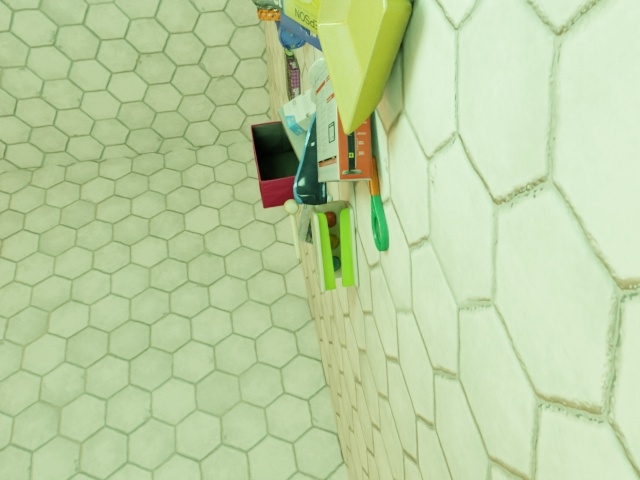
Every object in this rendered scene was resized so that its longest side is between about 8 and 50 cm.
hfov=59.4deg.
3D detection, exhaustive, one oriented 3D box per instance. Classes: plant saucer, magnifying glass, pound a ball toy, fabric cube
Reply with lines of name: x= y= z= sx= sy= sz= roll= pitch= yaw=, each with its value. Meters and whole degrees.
plant saucer: x=0.081 y=-0.435 z=1.089 sx=0.333 sy=0.081 sz=0.333 roll=108 pitch=153 yaw=-61
magnifying glass: x=0.138 y=-0.087 z=1.370 sx=0.092 sy=0.026 sz=0.231 roll=-142 pitch=42 yaw=-80
pound a ball toy: x=0.000 y=0.000 z=1.789 sx=0.136 sy=0.208 sz=0.319 roll=-117 pitch=19 yaw=-67
fabric cube: x=-0.129 y=-0.305 z=2.237 sx=0.258 sy=0.259 sz=0.254 roll=95 pitch=164 yaw=-69

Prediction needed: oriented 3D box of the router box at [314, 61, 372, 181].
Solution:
router box: x=0.051 y=-0.301 z=1.438 sx=0.335 sy=0.082 sz=0.301 roll=-145 pitch=52 yaw=-80

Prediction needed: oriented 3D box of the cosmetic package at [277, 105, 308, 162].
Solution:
cosmetic package: x=-0.064 y=-0.374 z=2.000 sx=0.127 sy=0.107 sz=0.238 roll=-112 pitch=0 yaw=-81

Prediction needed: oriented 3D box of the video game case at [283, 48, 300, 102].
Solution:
video game case: x=-0.128 y=-0.725 z=2.557 sx=0.232 sy=0.041 sz=0.210 roll=89 pitch=169 yaw=-46

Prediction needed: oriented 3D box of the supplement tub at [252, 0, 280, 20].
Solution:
supplement tub: x=-0.143 y=-0.908 z=1.829 sx=0.207 sy=0.207 sz=0.338 roll=-111 pitch=14 yaw=-59

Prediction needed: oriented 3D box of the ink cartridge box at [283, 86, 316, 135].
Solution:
ink cartridge box: x=-0.028 y=-0.436 z=1.837 sx=0.060 sy=0.180 sz=0.104 roll=33 pitch=-143 yaw=-51

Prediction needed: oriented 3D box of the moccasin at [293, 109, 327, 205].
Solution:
moccasin: x=0.013 y=-0.260 z=1.691 sx=0.138 sy=0.116 sz=0.342 roll=55 pitch=-133 yaw=-77

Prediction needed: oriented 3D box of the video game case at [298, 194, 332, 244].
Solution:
video game case: x=-0.026 y=-0.082 z=2.133 sx=0.173 sy=0.022 sz=0.190 roll=14 pitch=92 yaw=58

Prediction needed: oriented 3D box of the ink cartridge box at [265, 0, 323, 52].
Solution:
ink cartridge box: x=-0.057 y=-0.685 z=1.556 sx=0.303 sy=0.072 sz=0.307 roll=44 pitch=147 yaw=34

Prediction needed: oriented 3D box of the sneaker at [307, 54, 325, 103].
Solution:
sneaker: x=0.007 y=-0.503 z=1.685 sx=0.212 sy=0.080 sz=0.094 roll=110 pitch=175 yaw=-70

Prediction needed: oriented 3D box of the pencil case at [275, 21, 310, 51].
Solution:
pencil case: x=-0.119 y=-0.826 z=2.092 sx=0.133 sy=0.119 sz=0.306 roll=49 pitch=-162 yaw=-44
